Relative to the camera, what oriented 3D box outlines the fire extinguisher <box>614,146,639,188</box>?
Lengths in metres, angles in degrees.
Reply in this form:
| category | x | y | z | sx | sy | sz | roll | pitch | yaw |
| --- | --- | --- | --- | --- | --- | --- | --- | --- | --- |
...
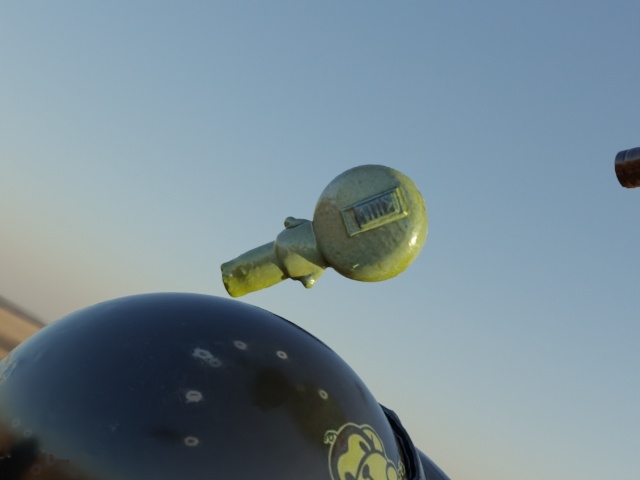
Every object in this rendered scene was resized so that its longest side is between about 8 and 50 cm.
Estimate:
| category | x | y | z | sx | sy | sz | roll | pitch | yaw |
| --- | --- | --- | --- | --- | --- | --- | --- | --- | --- |
| fire extinguisher | 0.385 | -0.091 | 1.245 | 0.157 | 0.078 | 0.045 | -14 | -69 | 42 |

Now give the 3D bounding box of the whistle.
| category | x | y | z | sx | sy | sz | roll | pitch | yaw |
| --- | --- | --- | --- | --- | --- | --- | --- | --- | --- |
| whistle | 0.000 | 0.000 | 1.075 | 0.198 | 0.104 | 0.057 | -20 | -18 | 13 |

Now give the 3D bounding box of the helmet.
| category | x | y | z | sx | sy | sz | roll | pitch | yaw |
| --- | --- | --- | --- | --- | --- | --- | --- | --- | --- |
| helmet | -0.070 | 0.114 | 0.600 | 0.278 | 0.230 | 0.160 | -1 | -58 | 23 |
